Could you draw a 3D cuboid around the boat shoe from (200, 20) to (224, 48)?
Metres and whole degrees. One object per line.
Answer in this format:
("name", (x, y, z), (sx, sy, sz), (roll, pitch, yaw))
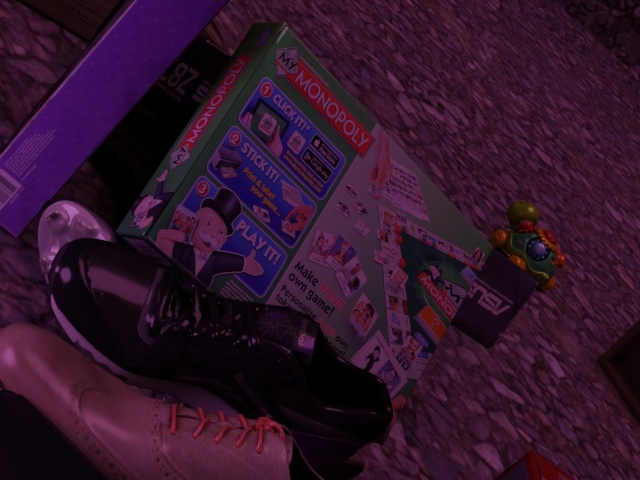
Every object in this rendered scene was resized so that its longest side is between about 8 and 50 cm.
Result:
("boat shoe", (-0.171, -0.271, 1.863), (0.153, 0.048, 0.056), (48, 9, -17))

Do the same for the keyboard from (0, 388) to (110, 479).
("keyboard", (-0.156, 0.224, 0.965), (0.317, 0.033, 0.201), (41, 35, 20))

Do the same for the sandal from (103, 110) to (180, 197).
("sandal", (-0.122, -0.018, 1.471), (0.120, 0.086, 0.303), (23, 17, -46))

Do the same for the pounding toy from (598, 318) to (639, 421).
("pounding toy", (0.460, 0.183, 2.143), (0.100, 0.130, 0.141), (0, 49, -46))

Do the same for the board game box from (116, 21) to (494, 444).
("board game box", (0.000, 0.000, 1.360), (0.046, 0.213, 0.317), (8, -29, 50))

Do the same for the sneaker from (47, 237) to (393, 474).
("sneaker", (-0.065, 0.070, 1.218), (0.283, 0.124, 0.107), (36, 44, -24))

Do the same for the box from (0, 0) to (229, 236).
("box", (-0.158, -0.153, 1.334), (0.057, 0.293, 0.201), (40, 23, -12))

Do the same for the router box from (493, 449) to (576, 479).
("router box", (0.309, 0.398, 1.535), (0.335, 0.082, 0.301), (37, 24, -24))

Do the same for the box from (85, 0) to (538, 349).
("box", (-0.010, -0.071, 1.580), (0.395, 0.097, 0.318), (34, 1, -37))

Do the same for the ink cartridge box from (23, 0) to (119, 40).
("ink cartridge box", (-0.241, -0.322, 1.608), (0.235, 0.193, 0.088), (30, 28, -37))

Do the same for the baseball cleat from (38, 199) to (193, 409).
("baseball cleat", (-0.152, 0.057, 1.311), (0.206, 0.072, 0.109), (59, 17, 3))

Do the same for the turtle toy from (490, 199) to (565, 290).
("turtle toy", (0.281, 0.003, 2.181), (0.095, 0.066, 0.130), (25, 31, -44))

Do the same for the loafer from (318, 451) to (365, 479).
("loafer", (-0.019, 0.170, 1.368), (0.148, 0.056, 0.050), (35, 22, -52))

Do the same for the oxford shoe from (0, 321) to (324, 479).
("oxford shoe", (-0.088, 0.151, 1.163), (0.348, 0.130, 0.123), (38, 23, -21))
